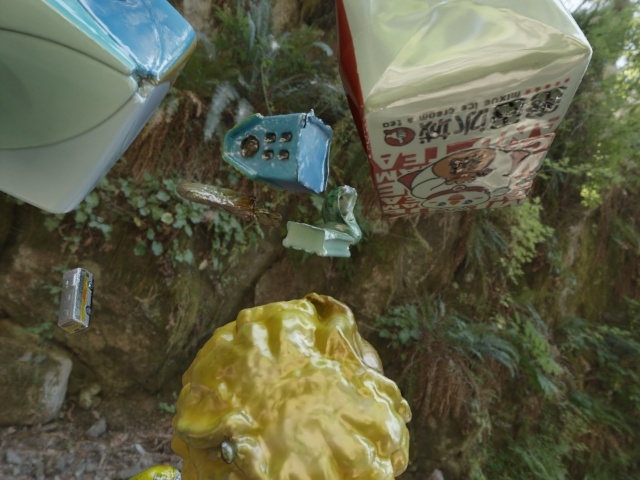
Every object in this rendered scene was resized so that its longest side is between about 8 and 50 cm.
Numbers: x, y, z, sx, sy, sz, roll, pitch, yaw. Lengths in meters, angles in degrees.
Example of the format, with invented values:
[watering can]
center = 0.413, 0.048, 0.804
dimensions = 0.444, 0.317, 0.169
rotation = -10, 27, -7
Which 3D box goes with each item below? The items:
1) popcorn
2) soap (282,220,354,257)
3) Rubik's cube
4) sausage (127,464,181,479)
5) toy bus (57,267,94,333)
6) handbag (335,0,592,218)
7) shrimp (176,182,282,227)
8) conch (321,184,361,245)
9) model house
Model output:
[popcorn]
center = -0.033, 0.269, 0.612
dimensions = 0.348, 0.349, 0.382
rotation = 20, -26, 23
[soap]
center = 0.000, 0.000, 0.999
dimensions = 0.114, 0.064, 0.198
rotation = 14, 2, 20
[Rubik's cube]
center = -0.458, -0.306, 0.686
dimensions = 0.351, 0.347, 0.352
rotation = 35, 30, -28
[sausage]
center = -0.457, 0.639, 0.954
dimensions = 0.123, 0.347, 0.123
rotation = 53, 11, -15
[toy bus]
center = -0.630, 0.151, 1.053
dimensions = 0.072, 0.057, 0.172
rotation = 69, 1, -54
[handbag]
center = 0.122, -0.115, 0.423
dimensions = 0.170, 0.151, 0.298
rotation = -12, -24, 9
[shrimp]
center = -0.255, -0.103, 1.175
dimensions = 0.316, 0.077, 0.168
rotation = 16, 12, -18
[conch]
center = 0.062, -0.063, 1.266
dimensions = 0.121, 0.188, 0.176
rotation = -6, -13, 6
[model house]
center = -0.135, -0.256, 1.244
dimensions = 0.302, 0.216, 0.237
rotation = 2, -3, 20
